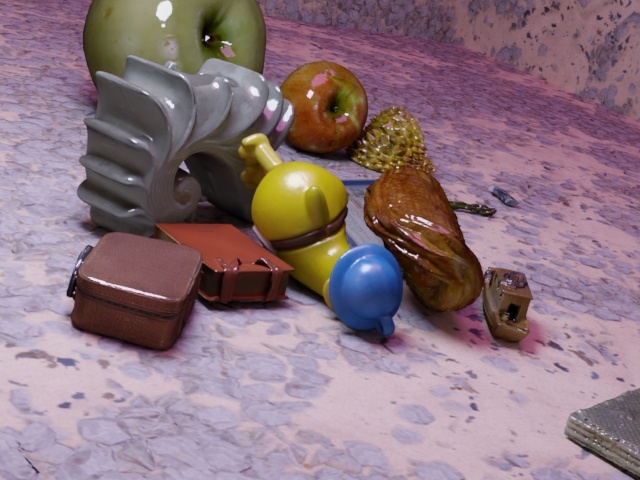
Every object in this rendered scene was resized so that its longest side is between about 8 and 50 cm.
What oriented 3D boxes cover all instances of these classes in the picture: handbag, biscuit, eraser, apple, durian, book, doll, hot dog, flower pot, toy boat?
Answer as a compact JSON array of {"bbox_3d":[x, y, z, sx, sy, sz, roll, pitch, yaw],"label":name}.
[{"bbox_3d":[-0.135,0.028,1.502,0.127,0.062,0.190,1,20,-34],"label":"handbag"},{"bbox_3d":[0.399,0.230,1.337,0.121,0.040,0.199,27,24,38],"label":"biscuit"},{"bbox_3d":[0.378,-0.092,2.264,0.027,0.019,0.099,22,15,-25],"label":"eraser"},{"bbox_3d":[-0.002,-0.273,2.254,0.196,0.196,0.196,13,19,-4],"label":"apple"},{"bbox_3d":[-0.291,-0.379,2.136,0.357,0.357,0.357,13,19,-4],"label":"apple"},{"bbox_3d":[0.141,-0.195,2.293,0.132,0.165,0.182,50,17,-44],"label":"durian"},{"bbox_3d":[0.089,-0.022,1.762,0.322,0.018,0.228,-3,46,-43],"label":"book"},{"bbox_3d":[0.000,0.000,1.535,0.145,0.199,0.363,-27,56,-17],"label":"doll"},{"bbox_3d":[-0.227,0.054,1.344,0.151,0.072,0.193,14,20,0],"label":"handbag"},{"bbox_3d":[0.150,0.001,1.583,0.196,0.122,0.272,54,12,-27],"label":"hot dog"},{"bbox_3d":[-0.189,-0.144,1.647,0.165,0.254,0.367,24,22,34],"label":"flower pot"},{"bbox_3d":[0.272,0.083,1.603,0.057,0.077,0.200,12,19,-2],"label":"toy boat"}]

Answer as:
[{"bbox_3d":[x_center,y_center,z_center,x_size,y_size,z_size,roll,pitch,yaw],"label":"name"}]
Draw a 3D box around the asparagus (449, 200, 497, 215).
[{"bbox_3d":[0.224,-0.072,2.093,0.248,0.024,0.025,7,63,-19],"label":"asparagus"}]
